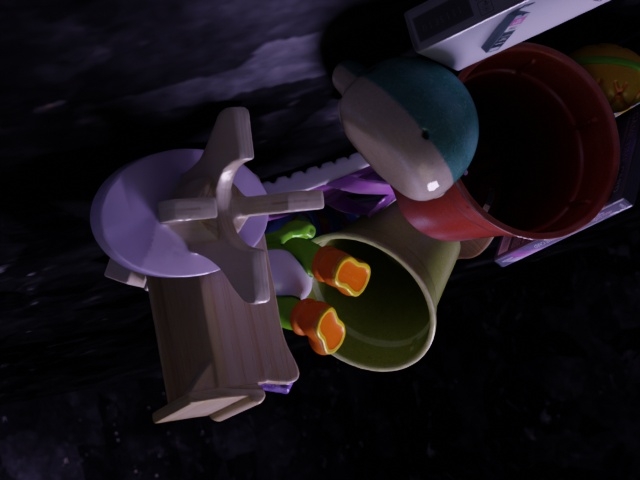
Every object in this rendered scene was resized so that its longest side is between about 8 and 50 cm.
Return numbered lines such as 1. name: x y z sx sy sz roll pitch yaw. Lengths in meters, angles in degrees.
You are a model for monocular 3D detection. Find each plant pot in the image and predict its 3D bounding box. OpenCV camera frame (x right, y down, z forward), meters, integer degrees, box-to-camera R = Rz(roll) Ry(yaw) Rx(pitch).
1. plant pot: 0.241 -0.116 1.561 0.273 0.272 0.265 -12 176 -21
2. plant pot: 0.121 0.046 1.912 0.276 0.276 0.254 -26 -165 40

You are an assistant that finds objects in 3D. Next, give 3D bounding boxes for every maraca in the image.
1. maraca: 0.388 -0.236 1.561 0.186 0.099 0.127 6 160 6

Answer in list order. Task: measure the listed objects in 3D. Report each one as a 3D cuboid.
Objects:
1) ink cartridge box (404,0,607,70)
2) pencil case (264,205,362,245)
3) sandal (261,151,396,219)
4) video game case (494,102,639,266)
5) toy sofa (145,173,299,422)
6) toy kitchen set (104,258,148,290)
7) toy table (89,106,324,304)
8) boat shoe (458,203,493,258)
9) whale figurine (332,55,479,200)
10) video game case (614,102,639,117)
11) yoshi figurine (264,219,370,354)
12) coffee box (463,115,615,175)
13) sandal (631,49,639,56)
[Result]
1. ink cartridge box: 0.270 -0.279 1.268 0.275 0.060 0.239 -23 166 28
2. pencil case: 0.000 0.000 2.052 0.133 0.119 0.306 -48 159 15
3. sandal: 0.064 -0.081 1.797 0.416 0.102 0.169 -17 169 11
4. video game case: 0.377 -0.082 1.606 0.026 0.196 0.274 36 146 -17
5. toy sofa: -0.169 0.078 1.581 0.177 0.362 0.150 -3 163 -32
6. toy kitchen set: -0.256 0.025 1.970 0.207 0.166 0.122 18 177 16
7. toy table: -0.142 -0.039 1.423 0.274 0.252 0.161 -22 -169 -41
8. boat shoe: 0.315 -0.022 2.483 0.110 0.122 0.341 -51 -175 -28
9. whale figurine: 0.106 -0.153 1.360 0.141 0.216 0.272 -41 -167 -3
10. video game case: 0.475 -0.222 1.920 0.212 0.023 0.193 -27 165 38
11. yoshi figurine: -0.098 0.063 1.760 0.362 0.203 0.204 18 -151 31
12. coffee box: 0.342 -0.176 1.754 0.141 0.098 0.246 -11 167 -27
13. sandal: 0.487 -0.269 1.675 0.067 0.040 0.179 -17 173 2
